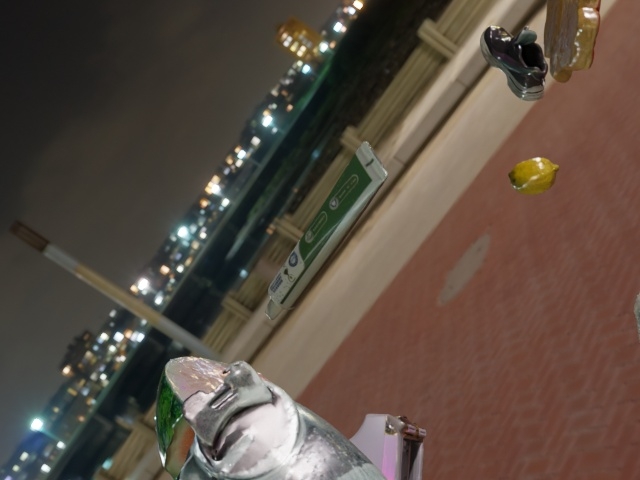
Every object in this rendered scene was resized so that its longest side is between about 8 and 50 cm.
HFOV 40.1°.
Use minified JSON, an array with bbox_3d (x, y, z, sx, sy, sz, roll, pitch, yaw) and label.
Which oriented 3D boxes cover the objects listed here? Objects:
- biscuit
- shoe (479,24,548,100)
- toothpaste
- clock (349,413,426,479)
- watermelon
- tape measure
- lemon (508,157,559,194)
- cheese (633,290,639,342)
[{"bbox_3d":[0.281,-0.257,0.967,0.225,0.036,0.166,-66,-21,-76],"label":"biscuit"},{"bbox_3d":[0.348,-0.331,1.533,0.071,0.169,0.099,-19,-26,-21],"label":"shoe"},{"bbox_3d":[0.000,0.000,1.573,0.392,0.061,0.099,-55,44,28],"label":"toothpaste"},{"bbox_3d":[0.092,0.379,1.261,0.186,0.083,0.253,40,-128,-65],"label":"clock"},{"bbox_3d":[-0.191,0.350,1.560,0.319,0.292,0.222,25,99,58],"label":"watermelon"},{"bbox_3d":[-0.031,0.271,0.854,0.147,0.275,0.256,-41,-11,-24],"label":"tape measure"},{"bbox_3d":[0.471,-0.141,1.927,0.110,0.082,0.082,-12,27,23],"label":"lemon"},{"bbox_3d":[0.479,0.139,1.033,0.189,0.198,0.155,-97,28,-62],"label":"cheese"}]
